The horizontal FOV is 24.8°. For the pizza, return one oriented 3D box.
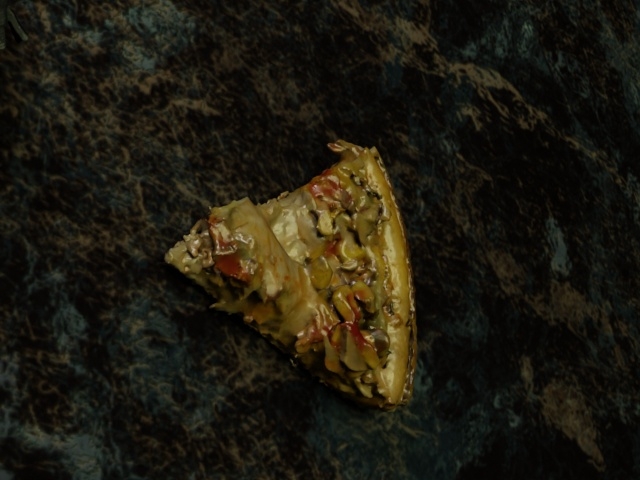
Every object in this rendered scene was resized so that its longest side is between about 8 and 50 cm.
[{"bbox_3d":[0.000,0.000,1.367,0.287,0.074,0.251,37,49,-32],"label":"pizza"}]

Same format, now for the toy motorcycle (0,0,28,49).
[{"bbox_3d":[-0.311,-0.278,1.051,0.212,0.125,0.358,62,13,16],"label":"toy motorcycle"}]
